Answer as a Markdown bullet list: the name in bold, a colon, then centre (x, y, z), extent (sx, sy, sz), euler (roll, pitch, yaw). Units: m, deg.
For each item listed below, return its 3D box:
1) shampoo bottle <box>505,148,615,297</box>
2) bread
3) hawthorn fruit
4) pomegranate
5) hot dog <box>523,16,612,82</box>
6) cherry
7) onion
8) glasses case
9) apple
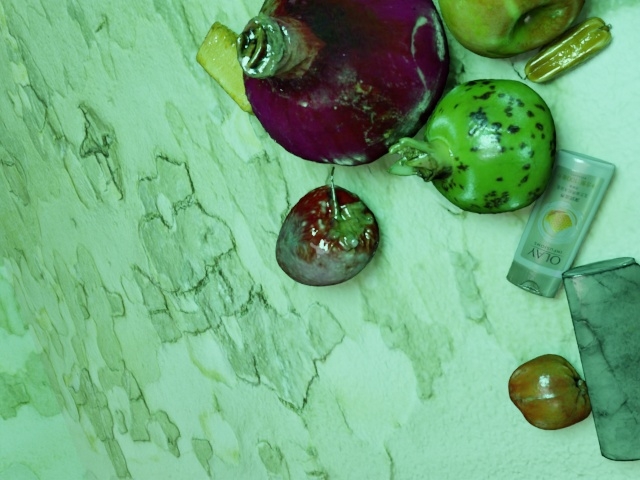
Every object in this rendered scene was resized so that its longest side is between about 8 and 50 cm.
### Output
- **shampoo bottle**: centre (0.373, -0.024, 0.807), extent (0.086, 0.056, 0.227), euler (25, 115, 23)
- **bread**: centre (-0.172, -0.362, 1.087), extent (0.211, 0.083, 0.114), euler (48, 119, 16)
- **hawthorn fruit**: centre (0.376, 0.252, 0.844), extent (0.128, 0.128, 0.128), euler (10, 108, 33)
- **pomegranate**: centre (0.229, -0.133, 0.770), extent (0.211, 0.263, 0.210), euler (162, 90, -73)
- **hot dog**: centre (0.364, -0.281, 0.761), extent (0.133, 0.041, 0.056), euler (-30, 85, 29)
- **cherry**: centre (0.000, 0.000, 1.004), extent (0.250, 0.175, 0.192), euler (-32, 74, 38)
- **onion**: centre (0.006, -0.275, 0.796), extent (0.348, 0.385, 0.347), euler (7, 104, 29)
- **glasses case**: centre (0.455, 0.182, 0.785), extent (0.114, 0.060, 0.299), euler (-15, 94, 5)
- **apple**: centre (0.261, -0.361, 0.719), extent (0.196, 0.196, 0.195), euler (10, 108, 33)
